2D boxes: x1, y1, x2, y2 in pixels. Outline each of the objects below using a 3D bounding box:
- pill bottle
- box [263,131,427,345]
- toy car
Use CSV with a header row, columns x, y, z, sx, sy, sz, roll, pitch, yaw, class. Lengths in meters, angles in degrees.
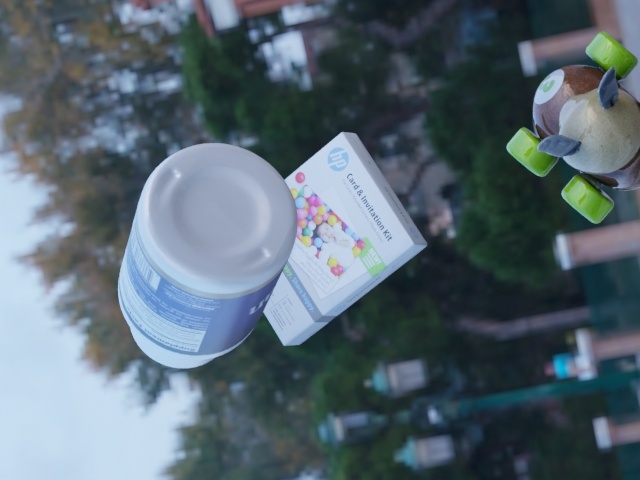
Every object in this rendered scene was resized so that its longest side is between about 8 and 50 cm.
x,y,z,sx,sy,sz,roll,pitch,yaw,class
-0.074,0.018,1.054,0.169,0.094,0.094,117,148,-63,pill bottle
0.000,0.000,1.794,0.145,0.186,0.038,58,-158,16,box
0.259,-0.117,1.664,0.149,0.155,0.188,42,-169,17,toy car
